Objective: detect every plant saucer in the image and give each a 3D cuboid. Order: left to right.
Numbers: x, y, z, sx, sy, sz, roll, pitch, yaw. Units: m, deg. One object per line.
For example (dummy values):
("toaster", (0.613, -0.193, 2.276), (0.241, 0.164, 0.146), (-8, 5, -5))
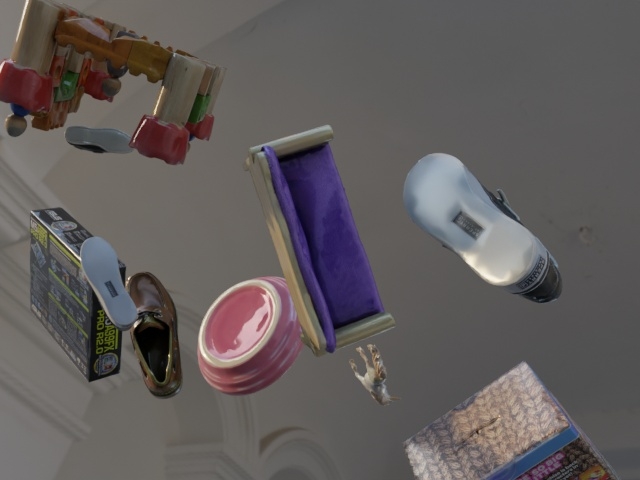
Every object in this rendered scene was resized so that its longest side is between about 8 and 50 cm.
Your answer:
("plant saucer", (-0.187, 0.225, 1.549), (0.332, 0.332, 0.084), (-15, -42, 26))

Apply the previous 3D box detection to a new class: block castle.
("block castle", (-0.345, -0.258, 1.072), (0.303, 0.453, 0.212), (21, -77, -9))

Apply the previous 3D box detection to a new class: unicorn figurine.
("unicorn figurine", (0.107, 0.271, 1.214), (0.060, 0.111, 0.162), (-30, -23, -5))

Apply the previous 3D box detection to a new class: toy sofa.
("toy sofa", (0.000, 0.000, 1.025), (0.150, 0.177, 0.362), (-19, -87, -14))

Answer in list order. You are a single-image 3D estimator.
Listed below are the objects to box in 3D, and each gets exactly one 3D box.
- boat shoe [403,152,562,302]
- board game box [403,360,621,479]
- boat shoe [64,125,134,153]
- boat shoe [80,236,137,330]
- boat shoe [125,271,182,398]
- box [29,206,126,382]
("boat shoe", (0.225, -0.022, 0.857), (0.105, 0.306, 0.113), (31, -79, -36))
("board game box", (0.312, 0.371, 0.923), (0.232, 0.141, 0.291), (-37, -65, 10))
("boat shoe", (-0.402, -0.180, 1.118), (0.125, 0.046, 0.038), (5, -14, -6))
("boat shoe", (-0.296, 0.062, 0.842), (0.049, 0.142, 0.040), (-19, -19, -29))
("boat shoe", (-0.369, 0.193, 1.357), (0.111, 0.307, 0.104), (-18, -24, -14))
("box", (-0.438, 0.088, 1.082), (0.270, 0.060, 0.216), (29, -62, 39))
